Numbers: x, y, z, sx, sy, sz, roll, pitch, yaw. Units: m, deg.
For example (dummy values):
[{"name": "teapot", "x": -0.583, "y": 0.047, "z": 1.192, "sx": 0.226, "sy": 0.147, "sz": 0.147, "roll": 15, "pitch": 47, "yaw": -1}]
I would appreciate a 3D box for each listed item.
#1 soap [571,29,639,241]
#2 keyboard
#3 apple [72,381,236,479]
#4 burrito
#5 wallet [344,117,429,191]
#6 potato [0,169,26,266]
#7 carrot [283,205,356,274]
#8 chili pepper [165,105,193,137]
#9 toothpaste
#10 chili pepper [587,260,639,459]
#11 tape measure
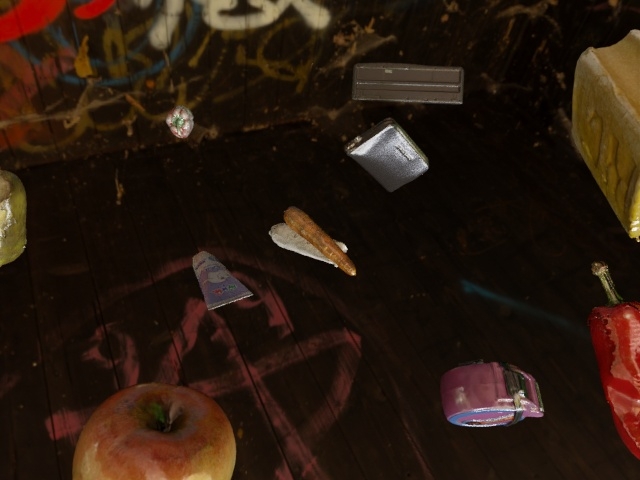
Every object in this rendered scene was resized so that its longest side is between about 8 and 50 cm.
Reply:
[{"name": "soap", "x": 0.662, "y": -0.215, "z": 1.047, "sx": 0.156, "sy": 0.293, "sz": 0.334, "roll": -18, "pitch": -125, "yaw": 15}, {"name": "keyboard", "x": 0.163, "y": -0.393, "z": 1.253, "sx": 0.382, "sy": 0.041, "sz": 0.103, "roll": 4, "pitch": -91, "yaw": -3}, {"name": "apple", "x": -0.359, "y": 0.486, "z": 1.088, "sx": 0.339, "sy": 0.304, "sz": 0.338, "roll": 19, "pitch": -160, "yaw": -7}, {"name": "burrito", "x": -0.031, "y": 0.005, "z": 1.140, "sx": 0.203, "sy": 0.064, "sz": 0.064, "roll": 19, "pitch": -134, "yaw": 29}, {"name": "wallet", "x": 0.179, "y": -0.219, "z": 1.311, "sx": 0.149, "sy": 0.250, "sz": 0.044, "roll": -30, "pitch": -128, "yaw": 21}, {"name": "potato", "x": -0.747, "y": -0.053, "z": 1.165, "sx": 0.113, "sy": 0.251, "sz": 0.149, "roll": 4, "pitch": -145, "yaw": -21}, {"name": "carrot", "x": 0.000, "y": -0.001, "z": 0.816, "sx": 0.165, "sy": 0.035, "sz": 0.036, "roll": 42, "pitch": -126, "yaw": 21}, {"name": "chili pepper", "x": -0.229, "y": -0.196, "z": 0.828, "sx": 0.041, "sy": 0.050, "sz": 0.153, "roll": 18, "pitch": -169, "yaw": -16}, {"name": "toothpaste", "x": -0.310, "y": 0.120, "z": 1.498, "sx": 0.125, "sy": 0.079, "sz": 0.371, "roll": -17, "pitch": -157, "yaw": -20}, {"name": "chili pepper", "x": 0.546, "y": 0.224, "z": 0.881, "sx": 0.110, "sy": 0.110, "sz": 0.387, "roll": -6, "pitch": -100, "yaw": -16}, {"name": "tape measure", "x": 0.439, "y": 0.403, "z": 1.320, "sx": 0.232, "sy": 0.245, "sz": 0.149, "roll": -16, "pitch": -125, "yaw": 27}]
